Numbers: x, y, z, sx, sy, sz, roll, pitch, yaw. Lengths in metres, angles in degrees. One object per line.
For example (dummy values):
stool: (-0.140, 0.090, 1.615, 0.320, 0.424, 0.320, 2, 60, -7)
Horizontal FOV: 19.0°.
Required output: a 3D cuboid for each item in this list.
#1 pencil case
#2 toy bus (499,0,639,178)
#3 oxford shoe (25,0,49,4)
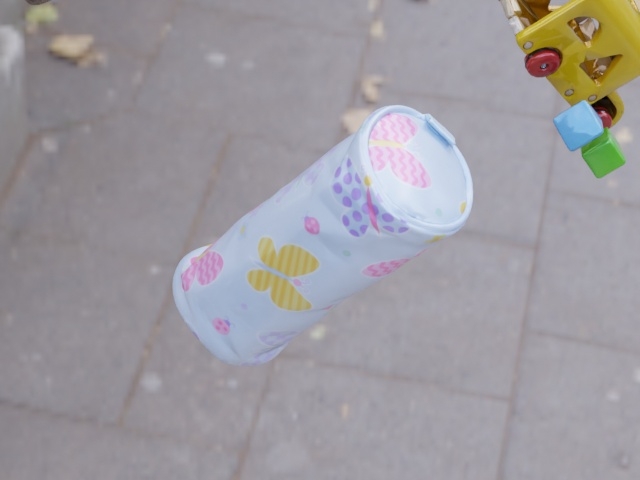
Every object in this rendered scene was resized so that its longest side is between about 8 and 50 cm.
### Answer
pencil case: (0.000, 0.000, 1.531, 0.113, 0.273, 0.124, 51, 43, -3)
toy bus: (0.221, -0.166, 1.541, 0.104, 0.191, 0.202, -30, 6, 17)
oxford shoe: (-0.230, -0.286, 1.542, 0.076, 0.076, 0.212, -25, 42, 17)
